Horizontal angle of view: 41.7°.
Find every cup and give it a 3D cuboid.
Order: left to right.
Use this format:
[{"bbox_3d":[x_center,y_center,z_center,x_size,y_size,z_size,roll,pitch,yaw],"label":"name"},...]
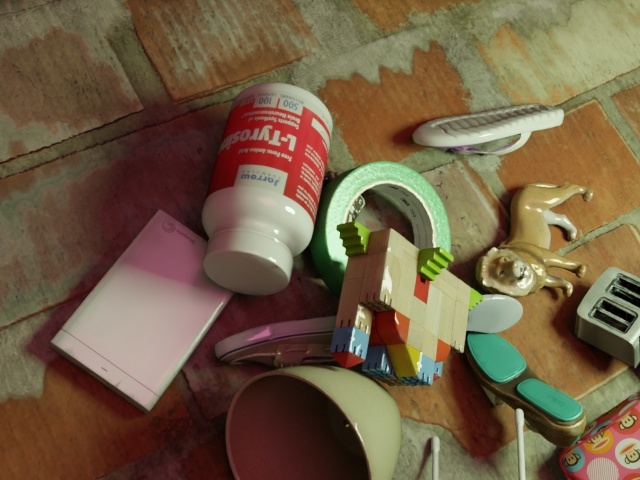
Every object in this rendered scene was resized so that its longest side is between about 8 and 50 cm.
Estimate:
[{"bbox_3d":[0.022,0.369,1.579,0.237,0.331,0.331,-18,73,-51],"label":"cup"}]

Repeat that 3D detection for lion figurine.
[{"bbox_3d":[0.494,-0.014,1.964,0.240,0.142,0.392,18,50,-1],"label":"lion figurine"}]

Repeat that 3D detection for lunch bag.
[{"bbox_3d":[0.673,0.468,1.740,0.293,0.120,0.258,-38,80,14],"label":"lunch bag"}]

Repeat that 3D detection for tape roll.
[{"bbox_3d":[0.132,-0.008,1.814,0.321,0.077,0.322,4,82,-28],"label":"tape roll"}]

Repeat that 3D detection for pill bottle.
[{"bbox_3d":[-0.113,-0.105,1.728,0.228,0.229,0.408,16,58,-10],"label":"pill bottle"}]

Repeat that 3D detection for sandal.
[{"bbox_3d":[0.419,-0.251,2.034,0.416,0.169,0.102,-13,113,-21],"label":"sandal"}]

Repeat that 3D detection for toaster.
[{"bbox_3d":[0.679,0.168,1.911,0.185,0.110,0.168,30,65,33],"label":"toaster"}]

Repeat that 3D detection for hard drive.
[{"bbox_3d":[-0.335,0.135,1.690,0.233,0.047,0.353,35,63,-1],"label":"hard drive"}]

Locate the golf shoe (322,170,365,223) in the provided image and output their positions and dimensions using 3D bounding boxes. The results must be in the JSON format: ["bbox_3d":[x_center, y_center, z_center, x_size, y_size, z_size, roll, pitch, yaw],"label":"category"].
[{"bbox_3d":[0.061,-0.064,1.871,0.093,0.077,0.198,-1,70,-17],"label":"golf shoe"}]

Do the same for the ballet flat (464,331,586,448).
[{"bbox_3d":[0.418,0.320,1.773,0.116,0.124,0.342,-23,37,-25],"label":"ballet flat"}]

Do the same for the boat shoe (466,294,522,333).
[{"bbox_3d":[0.313,0.150,1.847,0.258,0.095,0.084,-1,25,-14],"label":"boat shoe"}]

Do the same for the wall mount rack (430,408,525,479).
[{"bbox_3d":[0.330,0.511,1.630,0.130,0.350,0.304,0,67,-56],"label":"wall mount rack"}]

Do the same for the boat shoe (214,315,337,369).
[{"bbox_3d":[-0.062,0.217,1.706,0.302,0.109,0.094,-8,73,-22],"label":"boat shoe"}]

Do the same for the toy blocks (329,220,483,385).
[{"bbox_3d":[0.161,0.160,1.621,0.381,0.190,0.261,33,58,-40],"label":"toy blocks"}]
